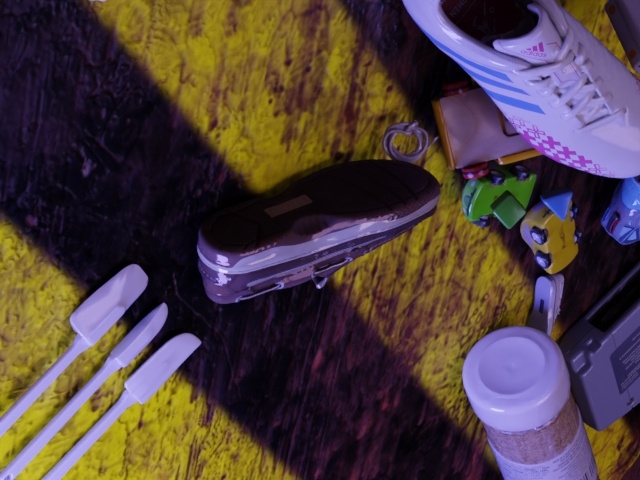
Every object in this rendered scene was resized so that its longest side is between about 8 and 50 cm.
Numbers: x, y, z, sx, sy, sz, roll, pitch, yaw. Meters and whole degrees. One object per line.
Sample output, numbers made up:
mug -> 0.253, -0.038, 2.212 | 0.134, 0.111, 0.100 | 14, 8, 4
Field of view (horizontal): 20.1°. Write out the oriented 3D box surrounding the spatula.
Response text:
spatula -> -0.226, 0.143, 1.678 | 0.242, 0.019, 0.168 | -45, 148, -9

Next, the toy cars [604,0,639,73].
toy cars -> 0.388, -0.242, 1.885 | 0.087, 0.176, 0.394 | -43, -173, 39

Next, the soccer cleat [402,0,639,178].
soccer cleat -> 0.209, -0.160, 1.685 | 0.331, 0.143, 0.116 | 36, 89, -18

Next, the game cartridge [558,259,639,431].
game cartridge -> 0.431, 0.102, 2.328 | 0.297, 0.062, 0.198 | -42, 146, -14

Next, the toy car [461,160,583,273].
toy car -> 0.227, -0.066, 1.968 | 0.225, 0.053, 0.239 | -10, 125, -43

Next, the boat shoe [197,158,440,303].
boat shoe -> -0.004, -0.005, 1.739 | 0.257, 0.095, 0.095 | -15, 134, -23

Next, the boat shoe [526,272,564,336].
boat shoe -> 0.273, 0.083, 2.155 | 0.035, 0.035, 0.100 | -17, 124, -35

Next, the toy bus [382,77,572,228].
toy bus -> 0.187, -0.130, 1.826 | 0.191, 0.202, 0.104 | -58, -172, 9

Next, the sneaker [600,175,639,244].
sneaker -> 0.434, -0.051, 2.192 | 0.261, 0.104, 0.125 | -3, 138, -42

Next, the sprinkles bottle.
sprinkles bottle -> 0.268, 0.247, 2.207 | 0.121, 0.121, 0.355 | -43, 142, -14
